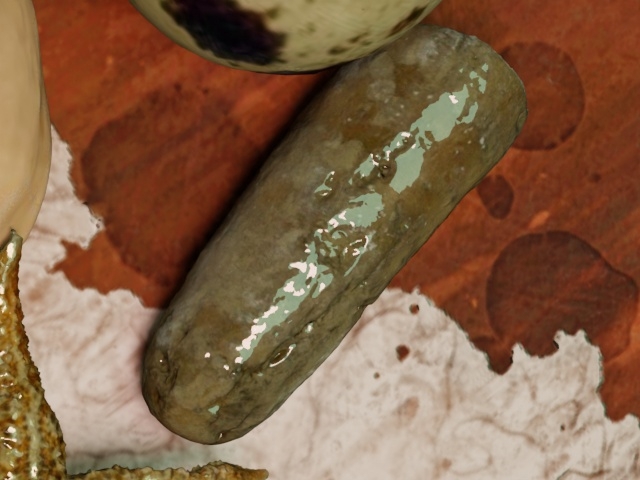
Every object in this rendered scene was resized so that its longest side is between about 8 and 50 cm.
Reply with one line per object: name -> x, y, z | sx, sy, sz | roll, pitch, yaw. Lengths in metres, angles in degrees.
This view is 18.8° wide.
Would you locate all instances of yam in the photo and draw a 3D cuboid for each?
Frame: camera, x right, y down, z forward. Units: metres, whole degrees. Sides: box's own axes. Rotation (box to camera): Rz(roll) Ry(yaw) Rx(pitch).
yam -> 0.000, 0.000, 1.319 | 0.133, 0.133, 0.330 | 42, 80, -24

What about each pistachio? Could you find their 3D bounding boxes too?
pistachio -> -0.236, -0.087, 1.177 | 0.157, 0.157, 0.229 | 3, 91, -28

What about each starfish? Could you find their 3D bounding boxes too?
starfish -> -0.179, 0.165, 1.178 | 0.358, 0.078, 0.347 | -14, 111, -27

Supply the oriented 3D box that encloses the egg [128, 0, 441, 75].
egg -> -0.021, -0.291, 1.188 | 0.288, 0.287, 0.379 | -4, 85, -27
